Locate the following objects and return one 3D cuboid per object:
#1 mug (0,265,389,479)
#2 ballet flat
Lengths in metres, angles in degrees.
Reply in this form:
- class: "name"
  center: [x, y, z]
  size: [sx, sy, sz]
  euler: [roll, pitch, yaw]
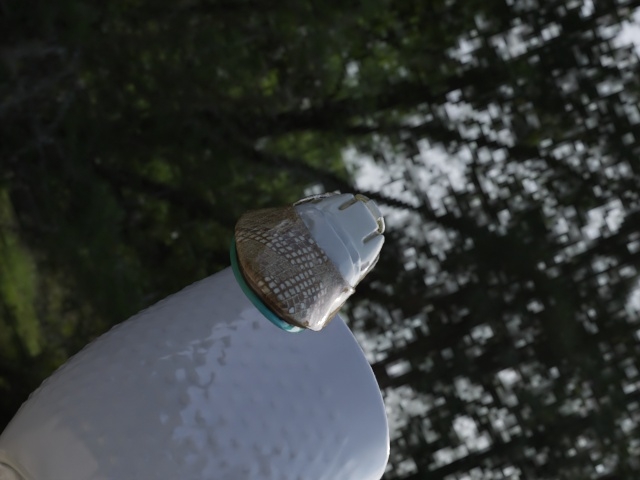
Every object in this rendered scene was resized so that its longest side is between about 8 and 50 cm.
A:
- class: "mug"
  center: [-0.151, 0.238, 1.438]
  size: [0.276, 0.328, 0.374]
  euler: [46, -35, 25]
- class: "ballet flat"
  center: [0.000, 0.000, 0.750]
  size: [0.073, 0.067, 0.206]
  euler: [53, 7, -3]
